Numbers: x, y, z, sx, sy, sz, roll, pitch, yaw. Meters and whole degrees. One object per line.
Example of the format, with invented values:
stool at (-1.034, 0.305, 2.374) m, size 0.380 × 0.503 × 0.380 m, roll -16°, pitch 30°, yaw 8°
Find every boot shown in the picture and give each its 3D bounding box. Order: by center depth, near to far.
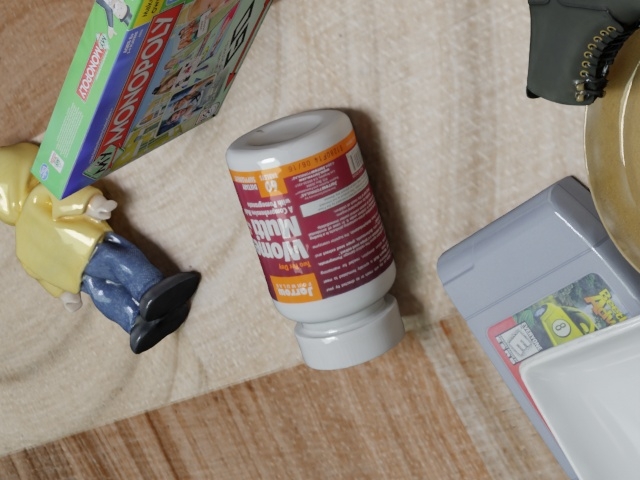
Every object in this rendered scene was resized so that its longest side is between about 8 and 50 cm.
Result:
boot at (0.226, -0.154, 1.456) m, size 0.198 × 0.077 × 0.137 m, roll 33°, pitch 128°, yaw 57°

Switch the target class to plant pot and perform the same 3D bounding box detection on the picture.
plant pot at (0.295, -0.072, 1.455) m, size 0.236 × 0.032 × 0.236 m, roll 13°, pitch 106°, yaw 50°

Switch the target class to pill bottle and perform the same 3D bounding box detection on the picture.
pill bottle at (0.000, 0.000, 1.773) m, size 0.121 × 0.121 × 0.221 m, roll 0°, pitch 114°, yaw 45°

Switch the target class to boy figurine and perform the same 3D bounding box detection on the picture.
boy figurine at (-0.266, 0.002, 2.066) m, size 0.285 × 0.092 × 0.177 m, roll 39°, pitch 137°, yaw 21°

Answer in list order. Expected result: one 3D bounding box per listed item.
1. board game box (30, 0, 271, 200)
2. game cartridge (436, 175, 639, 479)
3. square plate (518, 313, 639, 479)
board game box at (-0.131, -0.186, 1.714) m, size 0.046 × 0.213 × 0.317 m, roll 45°, pitch 139°, yaw 13°
game cartridge at (0.240, 0.098, 1.652) m, size 0.196 × 0.060 × 0.294 m, roll -35°, pitch 88°, yaw 46°
square plate at (0.379, 0.183, 1.519) m, size 0.344 × 0.049 × 0.347 m, roll -27°, pitch 95°, yaw 34°
